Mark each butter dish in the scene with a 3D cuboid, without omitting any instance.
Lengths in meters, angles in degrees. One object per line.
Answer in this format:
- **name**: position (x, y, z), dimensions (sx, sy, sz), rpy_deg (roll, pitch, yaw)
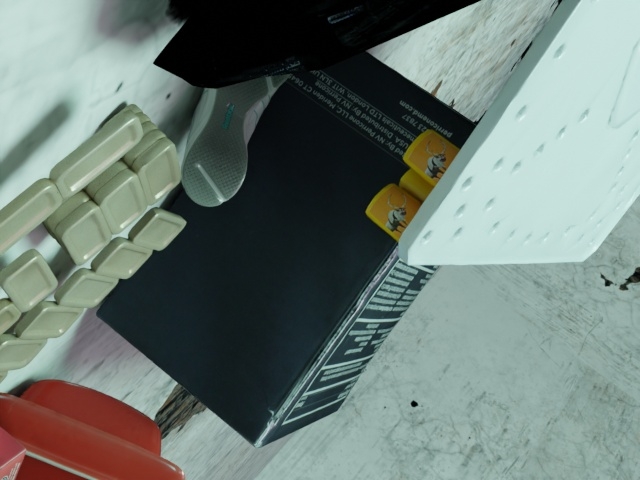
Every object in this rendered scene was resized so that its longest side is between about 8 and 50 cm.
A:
- **butter dish**: position (-0.190, 0.167, 0.775), dimensions (0.118, 0.160, 0.160), rpy_deg (-80, -164, -57)

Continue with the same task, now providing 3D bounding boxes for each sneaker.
- **sneaker**: position (-0.062, -0.101, 0.687), dimensions (0.152, 0.053, 0.061), rpy_deg (-65, -160, 5)

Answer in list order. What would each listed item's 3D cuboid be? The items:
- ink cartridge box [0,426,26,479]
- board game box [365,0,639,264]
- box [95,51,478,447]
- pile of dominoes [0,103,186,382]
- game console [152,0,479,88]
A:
- **ink cartridge box**: position (-0.271, 0.186, 0.653), dimensions (0.135, 0.056, 0.099), rpy_deg (-38, 160, -56)
- **board game box**: position (0.235, -0.151, 0.720), dimensions (0.390, 0.050, 0.390), rpy_deg (1, 126, -58)
- **box**: position (0.000, 0.000, 0.878), dimensions (0.294, 0.182, 0.296), rpy_deg (-55, 167, 3)
- **pile of dominoes**: position (-0.191, 0.022, 0.600), dimensions (0.251, 0.040, 0.196), rpy_deg (-42, 167, -16)
- **game console**: position (0.054, -0.214, 0.593), dimensions (0.213, 0.044, 0.361), rpy_deg (-13, -145, 35)
